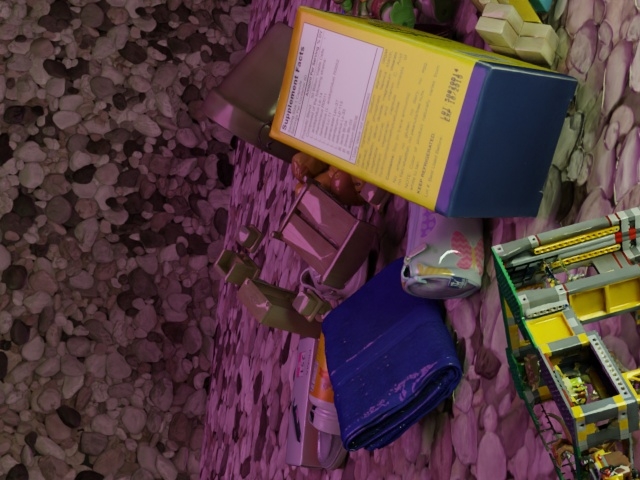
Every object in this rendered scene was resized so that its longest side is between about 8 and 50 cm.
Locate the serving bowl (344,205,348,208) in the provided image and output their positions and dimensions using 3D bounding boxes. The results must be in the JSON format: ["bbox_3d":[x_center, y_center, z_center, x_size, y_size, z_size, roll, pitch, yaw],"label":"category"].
[{"bbox_3d":[0.045,-0.082,2.243,0.083,0.027,0.083,-171,90,-76],"label":"serving bowl"}]

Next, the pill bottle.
[{"bbox_3d":[0.046,0.241,1.852,0.117,0.117,0.215,-157,77,-75],"label":"pill bottle"}]

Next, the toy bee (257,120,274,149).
[{"bbox_3d":[0.026,-0.263,2.257,0.298,0.162,0.195,14,85,51],"label":"toy bee"}]

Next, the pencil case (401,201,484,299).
[{"bbox_3d":[0.181,-0.046,1.524,0.113,0.124,0.273,132,146,-64],"label":"pencil case"}]

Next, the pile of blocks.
[{"bbox_3d":[0.233,-0.400,1.419,0.149,0.113,0.362,-37,55,15],"label":"pile of blocks"}]

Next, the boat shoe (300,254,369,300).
[{"bbox_3d":[0.023,0.071,2.091,0.277,0.096,0.098,142,138,-68],"label":"boat shoe"}]

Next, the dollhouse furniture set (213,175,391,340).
[{"bbox_3d":[0.000,0.000,1.991,0.303,0.174,0.355,43,106,45],"label":"dollhouse furniture set"}]

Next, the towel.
[{"bbox_3d":[0.112,0.179,1.635,0.228,0.076,0.308,-39,31,17],"label":"towel"}]

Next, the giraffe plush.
[{"bbox_3d":[0.064,-0.120,2.011,0.210,0.181,0.170,-45,30,0],"label":"giraffe plush"}]

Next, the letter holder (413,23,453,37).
[{"bbox_3d":[0.134,-0.297,1.866,0.302,0.214,0.152,-127,17,-73],"label":"letter holder"}]

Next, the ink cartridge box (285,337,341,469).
[{"bbox_3d":[-0.004,0.332,2.100,0.239,0.060,0.275,145,133,-71],"label":"ink cartridge box"}]

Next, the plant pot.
[{"bbox_3d":[-0.086,-0.366,2.474,0.280,0.323,0.323,-60,19,9],"label":"plant pot"}]

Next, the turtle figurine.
[{"bbox_3d":[0.109,-0.486,1.828,0.266,0.198,0.274,39,110,46],"label":"turtle figurine"}]

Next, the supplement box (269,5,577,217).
[{"bbox_3d":[0.129,-0.178,1.378,0.356,0.195,0.194,29,111,41],"label":"supplement box"}]

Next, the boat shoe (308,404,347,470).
[{"bbox_3d":[0.015,0.329,1.957,0.079,0.081,0.227,12,92,60],"label":"boat shoe"}]

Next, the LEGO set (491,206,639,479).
[{"bbox_3d":[0.301,0.123,0.972,0.331,0.192,0.255,-103,-3,-63],"label":"LEGO set"}]
